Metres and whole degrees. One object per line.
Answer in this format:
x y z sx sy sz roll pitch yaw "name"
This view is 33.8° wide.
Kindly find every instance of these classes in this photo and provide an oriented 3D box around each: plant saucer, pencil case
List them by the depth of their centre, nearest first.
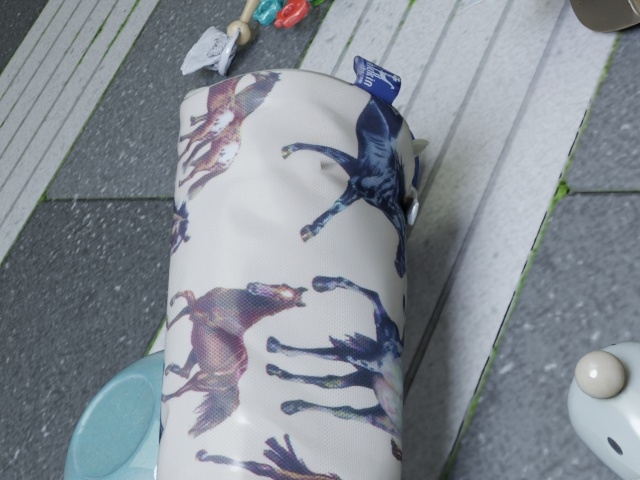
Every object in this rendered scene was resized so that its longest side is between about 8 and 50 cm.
-0.011 0.085 0.678 0.160 0.184 0.410 110 163 -63 "pencil case"
-0.171 0.171 0.930 0.195 0.037 0.195 -28 40 27 "plant saucer"

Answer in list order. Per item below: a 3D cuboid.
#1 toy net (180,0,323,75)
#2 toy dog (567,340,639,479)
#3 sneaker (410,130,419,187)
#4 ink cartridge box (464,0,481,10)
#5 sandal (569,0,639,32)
-0.060 -0.243 1.193 0.232 0.045 0.122 -36 39 20 "toy net"
0.195 0.147 0.461 0.334 0.161 0.220 19 72 52 "toy dog"
0.000 0.000 0.869 0.090 0.081 0.232 9 66 42 "sneaker"
0.214 -0.234 0.818 0.179 0.045 0.145 -47 16 -27 "ink cartridge box"
0.289 -0.207 0.762 0.079 0.088 0.240 -28 14 -25 "sandal"
